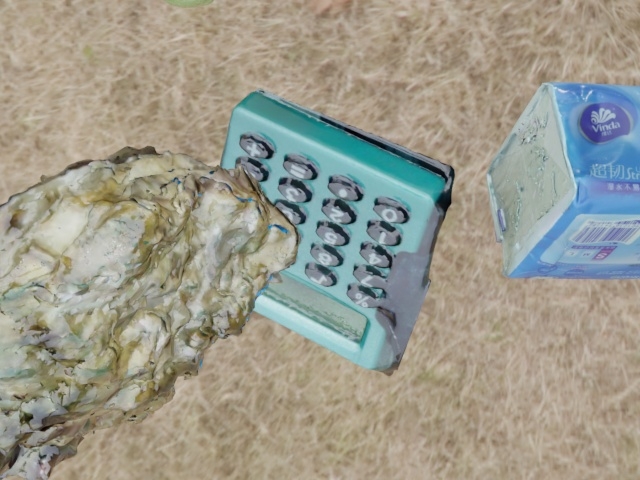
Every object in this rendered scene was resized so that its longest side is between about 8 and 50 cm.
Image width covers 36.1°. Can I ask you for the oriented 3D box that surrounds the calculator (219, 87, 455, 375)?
[{"bbox_3d":[0.000,0.000,1.009,0.248,0.058,0.274,26,132,12],"label":"calculator"}]

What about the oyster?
[{"bbox_3d":[-0.126,0.044,0.579,0.092,0.259,0.198,35,140,27],"label":"oyster"}]

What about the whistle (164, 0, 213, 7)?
[{"bbox_3d":[-0.126,-0.330,1.069,0.227,0.105,0.085,-40,49,49],"label":"whistle"}]

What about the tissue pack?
[{"bbox_3d":[0.321,-0.054,0.971,0.263,0.198,0.146,-1,65,-11],"label":"tissue pack"}]
